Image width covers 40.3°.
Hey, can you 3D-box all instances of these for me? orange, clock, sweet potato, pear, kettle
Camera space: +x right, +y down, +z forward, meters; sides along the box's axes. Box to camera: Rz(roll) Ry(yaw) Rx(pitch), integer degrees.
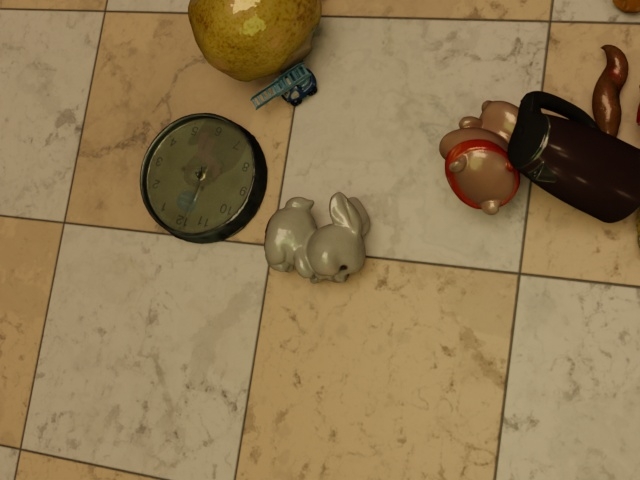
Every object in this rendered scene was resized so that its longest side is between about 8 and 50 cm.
[{"bbox_3d":[0.590,-0.471,1.633,0.086,0.062,0.086,-2,81,15],"label":"orange"},{"bbox_3d":[-0.250,-0.133,1.834,0.281,0.055,0.280,-3,79,16],"label":"clock"},{"bbox_3d":[0.534,-0.268,1.616,0.055,0.058,0.202,5,82,34],"label":"sweet potato"},{"bbox_3d":[-0.129,-0.456,1.746,0.271,0.271,0.271,-3,79,17],"label":"pear"},{"bbox_3d":[0.444,-0.158,1.521,0.144,0.232,0.202,-33,41,53],"label":"kettle"}]

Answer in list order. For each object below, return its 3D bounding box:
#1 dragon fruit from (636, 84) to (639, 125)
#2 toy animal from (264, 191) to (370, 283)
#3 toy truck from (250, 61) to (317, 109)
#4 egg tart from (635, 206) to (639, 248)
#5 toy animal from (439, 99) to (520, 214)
[{"bbox_3d":[0.609,-0.208,1.547,0.153,0.153,0.111,40,111,20],"label":"dragon fruit"},{"bbox_3d":[-0.005,-0.007,1.698,0.193,0.127,0.178,-1,78,20],"label":"toy animal"},{"bbox_3d":[-0.074,-0.309,1.802,0.136,0.074,0.063,-34,72,10],"label":"toy truck"},{"bbox_3d":[0.695,-0.039,1.488,0.294,0.123,0.294,-3,79,15],"label":"egg tart"},{"bbox_3d":[0.314,-0.153,1.607,0.171,0.171,0.197,36,71,20],"label":"toy animal"}]
